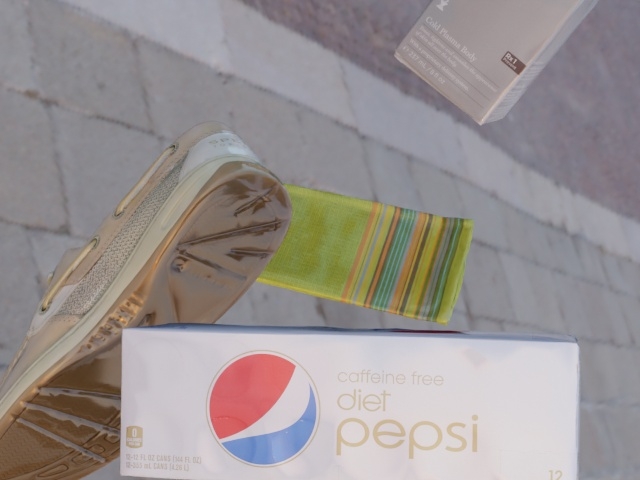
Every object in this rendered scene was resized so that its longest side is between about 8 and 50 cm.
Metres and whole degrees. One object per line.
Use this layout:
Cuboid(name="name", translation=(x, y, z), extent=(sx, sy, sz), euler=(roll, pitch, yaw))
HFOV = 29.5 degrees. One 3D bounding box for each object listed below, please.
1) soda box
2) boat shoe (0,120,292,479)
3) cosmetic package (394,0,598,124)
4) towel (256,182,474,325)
Cuboid(name="soda box", translation=(0.015, 0.079, 0.585), extent=(0.069, 0.216, 0.074), euler=(8, 83, -79))
Cuboid(name="boat shoe", translation=(-0.142, 0.050, 0.848), extent=(0.109, 0.302, 0.098), euler=(28, 16, -42))
Cuboid(name="cosmetic package", translation=(0.202, -0.247, 1.230), extent=(0.127, 0.238, 0.107), euler=(41, 24, 12))
Cuboid(name="towel", translation=(0.000, 0.000, 0.982), extent=(0.021, 0.237, 0.102), euler=(92, 14, -53))
